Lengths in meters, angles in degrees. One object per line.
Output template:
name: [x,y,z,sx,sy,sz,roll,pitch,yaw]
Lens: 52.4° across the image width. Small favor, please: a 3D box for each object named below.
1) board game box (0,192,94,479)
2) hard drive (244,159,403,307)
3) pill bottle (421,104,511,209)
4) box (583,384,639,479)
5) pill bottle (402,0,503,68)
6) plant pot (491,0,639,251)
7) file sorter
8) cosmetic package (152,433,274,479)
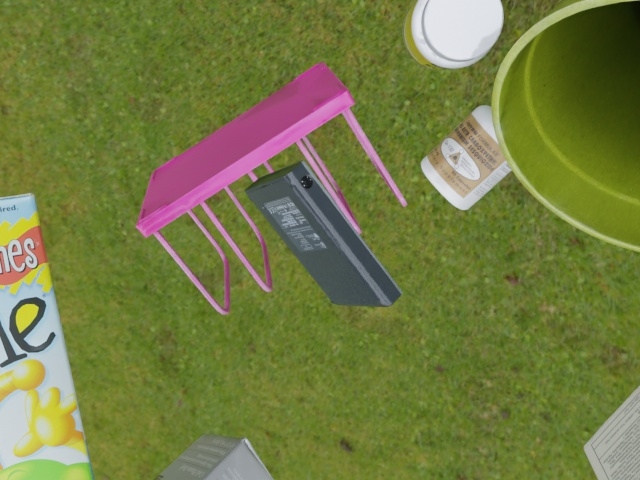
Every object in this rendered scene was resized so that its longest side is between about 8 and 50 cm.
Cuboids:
board game box: [-0.230,0.125,0.404,0.144,0.142,0.275,-11,91,59]
hard drive: [0.000,0.000,0.542,0.135,0.022,0.094,53,156,-14]
pill bottle: [0.311,-0.177,1.214,0.131,0.131,0.229,43,111,-8]
box: [0.371,0.264,0.579,0.121,0.311,0.148,31,111,-8]
pill bottle: [0.181,-0.298,0.905,0.119,0.208,0.119,1,104,2]
plant pot: [0.454,-0.228,0.794,0.366,0.353,0.366,29,152,17]
file sorter: [-0.060,-0.066,0.864,0.290,0.202,0.182,-32,115,6]
cosmetic package: [-0.152,0.301,0.610,0.107,0.238,0.127,57,147,-6]
